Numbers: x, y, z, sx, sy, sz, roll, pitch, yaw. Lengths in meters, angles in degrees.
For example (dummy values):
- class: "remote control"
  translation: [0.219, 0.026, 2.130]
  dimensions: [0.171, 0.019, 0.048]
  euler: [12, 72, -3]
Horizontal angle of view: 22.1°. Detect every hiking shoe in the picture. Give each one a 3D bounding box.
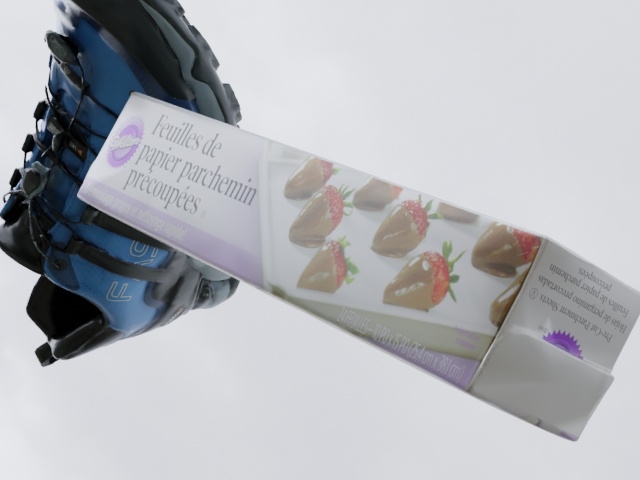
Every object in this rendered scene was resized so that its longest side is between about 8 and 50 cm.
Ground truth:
- class: "hiking shoe"
  translation: [-0.119, -0.033, 0.916]
  dimensions: [0.113, 0.132, 0.304]
  euler: [44, -24, 31]

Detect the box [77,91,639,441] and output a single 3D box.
- class: "box"
  translation: [0.000, 0.000, 0.707]
  dimensions: [0.067, 0.063, 0.324]
  euler: [29, -4, -37]
